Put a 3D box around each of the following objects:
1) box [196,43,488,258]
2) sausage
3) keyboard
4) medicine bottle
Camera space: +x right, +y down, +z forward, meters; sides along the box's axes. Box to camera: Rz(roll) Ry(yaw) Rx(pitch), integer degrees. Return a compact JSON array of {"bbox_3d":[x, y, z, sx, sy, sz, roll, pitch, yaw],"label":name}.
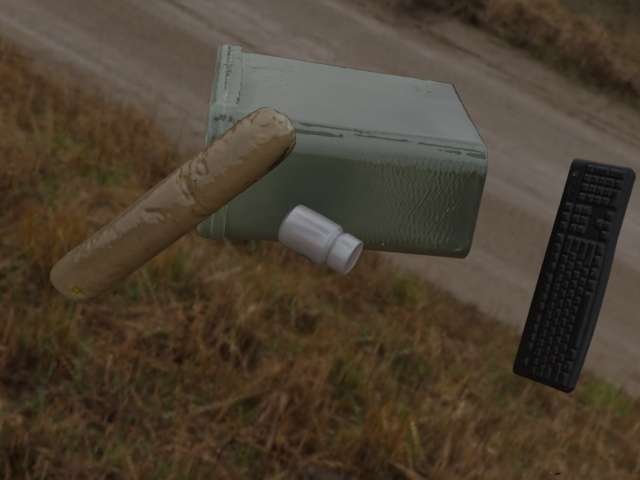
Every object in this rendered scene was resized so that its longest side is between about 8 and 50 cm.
[{"bbox_3d":[0.019,-0.120,1.539,0.344,0.177,0.352,7,23,-6],"label":"box"},{"bbox_3d":[-0.149,-0.034,1.177,0.066,0.301,0.066,46,18,-20],"label":"sausage"},{"bbox_3d":[0.290,0.092,1.384,0.041,0.381,0.103,6,7,-39],"label":"keyboard"},{"bbox_3d":[0.000,0.000,1.317,0.089,0.052,0.052,29,31,16],"label":"medicine bottle"}]
